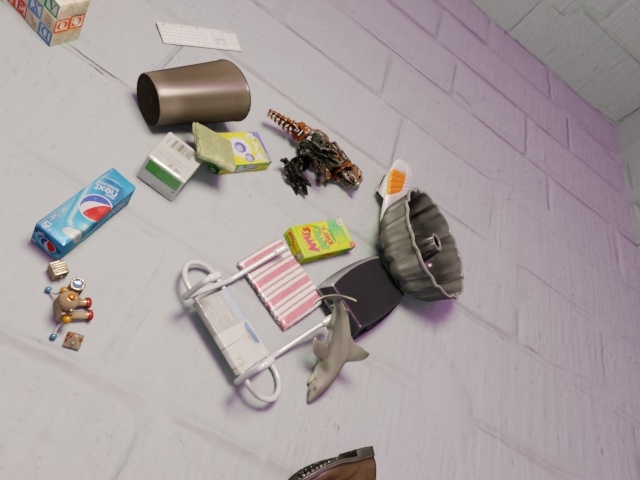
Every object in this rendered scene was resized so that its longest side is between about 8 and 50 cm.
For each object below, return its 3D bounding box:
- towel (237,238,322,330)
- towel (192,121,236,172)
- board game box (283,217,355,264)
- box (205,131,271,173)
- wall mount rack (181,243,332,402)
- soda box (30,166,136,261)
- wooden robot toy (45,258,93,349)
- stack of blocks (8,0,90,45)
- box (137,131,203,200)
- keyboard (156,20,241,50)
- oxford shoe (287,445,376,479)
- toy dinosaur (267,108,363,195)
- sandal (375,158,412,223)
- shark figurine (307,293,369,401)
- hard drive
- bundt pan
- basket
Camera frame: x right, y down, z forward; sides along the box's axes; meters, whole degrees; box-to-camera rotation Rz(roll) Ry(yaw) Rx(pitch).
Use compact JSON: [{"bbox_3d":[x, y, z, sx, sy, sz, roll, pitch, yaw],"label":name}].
[{"bbox_3d":[-0.097,0.103,1.285,0.144,0.029,0.197,-31,83,-42],"label":"towel"},{"bbox_3d":[-0.256,-0.222,1.282,0.110,0.027,0.148,25,28,-35],"label":"towel"},{"bbox_3d":[0.000,0.000,1.411,0.181,0.043,0.092,-12,70,-41],"label":"board game box"},{"bbox_3d":[-0.225,-0.231,1.395,0.179,0.043,0.105,-14,71,-40],"label":"box"},{"bbox_3d":[-0.130,0.153,1.158,0.350,0.130,0.304,57,26,6],"label":"wall mount rack"},{"bbox_3d":[-0.472,-0.056,1.074,0.067,0.071,0.210,41,46,-7],"label":"soda box"},{"bbox_3d":[-0.453,0.108,0.977,0.076,0.079,0.173,-1,63,-37],"label":"wooden robot toy"},{"bbox_3d":[-0.672,-0.625,1.227,0.297,0.171,0.087,48,45,-1],"label":"stack of blocks"},{"bbox_3d":[-0.345,-0.170,1.232,0.101,0.087,0.102,38,47,-13],"label":"box"},{"bbox_3d":[-0.348,-0.593,1.558,0.256,0.014,0.072,-11,69,-40],"label":"keyboard"},{"bbox_3d":[0.033,0.491,1.090,0.227,0.083,0.096,1,66,-35],"label":"oxford shoe"},{"bbox_3d":[-0.020,-0.244,1.517,0.322,0.164,0.218,22,34,-1],"label":"toy dinosaur"},{"bbox_3d":[0.206,-0.129,1.631,0.102,0.076,0.265,32,67,-37],"label":"sandal"},{"bbox_3d":[0.055,0.216,1.180,0.116,0.278,0.166,19,26,22],"label":"shark figurine"},{"bbox_3d":[0.114,0.136,1.383,0.255,0.054,0.172,-25,79,-51],"label":"hard drive"},{"bbox_3d":[0.274,0.023,1.502,0.331,0.124,0.331,36,43,-42],"label":"bundt pan"},{"bbox_3d":[-0.324,-0.363,1.332,0.227,0.154,0.204,-19,42,-36],"label":"basket"}]
